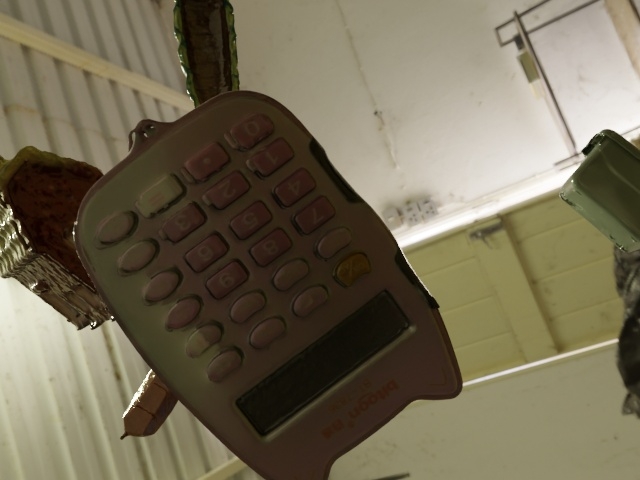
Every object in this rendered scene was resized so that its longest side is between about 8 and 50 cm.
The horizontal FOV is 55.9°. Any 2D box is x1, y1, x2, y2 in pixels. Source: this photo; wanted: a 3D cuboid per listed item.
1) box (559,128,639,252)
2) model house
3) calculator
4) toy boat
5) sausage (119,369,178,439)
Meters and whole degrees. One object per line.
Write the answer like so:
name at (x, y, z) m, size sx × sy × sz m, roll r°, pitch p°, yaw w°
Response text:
box at (0.424, -0.061, 0.850) m, size 0.172 × 0.093 × 0.124 m, roll 44°, pitch -179°, yaw 15°
model house at (-0.364, -0.015, 0.836) m, size 0.254 × 0.196 × 0.160 m, roll 45°, pitch -125°, yaw -22°
calculator at (-0.037, 0.036, 0.438) m, size 0.294 × 0.194 × 0.043 m, roll 54°, pitch 178°, yaw -10°
toy boat at (-0.196, -0.310, 1.072) m, size 0.099 × 0.108 × 0.293 m, roll 156°, pitch 105°, yaw -74°
sausage at (-0.247, 0.234, 0.929) m, size 0.065 × 0.169 × 0.065 m, roll 32°, pitch -179°, yaw -1°
